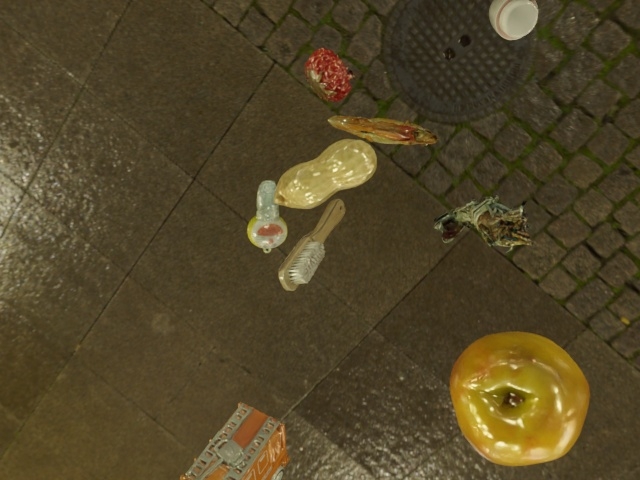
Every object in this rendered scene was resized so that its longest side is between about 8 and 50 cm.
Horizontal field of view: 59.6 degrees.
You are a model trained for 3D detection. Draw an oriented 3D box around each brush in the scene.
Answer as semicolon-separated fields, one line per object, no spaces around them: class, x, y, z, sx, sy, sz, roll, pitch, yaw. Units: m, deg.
brush;0.000;0.000;1.385;0.065;0.327;0.070;-5;125;35

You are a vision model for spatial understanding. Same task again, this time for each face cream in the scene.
face cream;0.400;-0.472;1.168;0.091;0.095;0.091;-4;125;-6

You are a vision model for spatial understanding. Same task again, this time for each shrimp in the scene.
shrimp;0.211;-0.033;0.708;0.076;0.174;0.082;-45;108;-12
shrimp;0.149;-0.268;1.353;0.294;0.154;0.062;12;99;30

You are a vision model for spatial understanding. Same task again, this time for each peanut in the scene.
peanut;0.003;-0.101;0.885;0.187;0.082;0.082;-27;99;20

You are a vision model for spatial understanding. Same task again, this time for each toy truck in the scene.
toy truck;-0.231;0.570;1.274;0.173;0.387;0.207;20;129;19

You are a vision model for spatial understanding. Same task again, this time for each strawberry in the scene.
strawberry;0.015;-0.417;1.425;0.145;0.145;0.086;43;82;-3

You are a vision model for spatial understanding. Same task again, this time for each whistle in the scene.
whistle;-0.153;-0.063;1.629;0.123;0.123;0.223;9;115;10

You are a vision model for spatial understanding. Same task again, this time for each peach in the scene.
peach;0.442;0.341;1.239;0.289;0.308;0.289;-4;81;25
